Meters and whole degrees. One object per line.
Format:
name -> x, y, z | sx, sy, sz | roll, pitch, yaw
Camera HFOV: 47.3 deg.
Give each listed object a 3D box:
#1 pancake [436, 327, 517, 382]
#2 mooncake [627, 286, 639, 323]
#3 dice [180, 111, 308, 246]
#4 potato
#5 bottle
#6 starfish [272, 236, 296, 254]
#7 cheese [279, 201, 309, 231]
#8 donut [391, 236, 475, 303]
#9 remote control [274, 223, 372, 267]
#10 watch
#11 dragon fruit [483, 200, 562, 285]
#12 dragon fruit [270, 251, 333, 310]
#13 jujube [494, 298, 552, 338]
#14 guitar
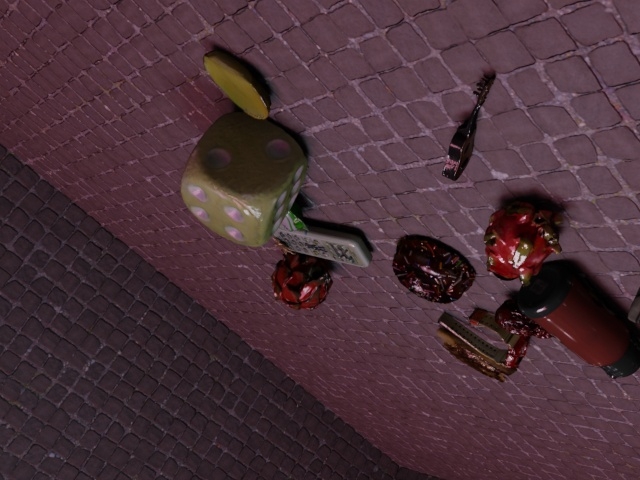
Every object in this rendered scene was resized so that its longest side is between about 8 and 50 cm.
pancake -> 0.505, 0.371, 2.313 | 0.257, 0.056, 0.212 | 38, 164, -33
mooncake -> 0.772, 0.155, 1.462 | 0.254, 0.136, 0.250 | 34, 153, -7
dice -> -0.192, -0.157, 1.863 | 0.249, 0.254, 0.252 | 29, 155, 5
potato -> -0.185, -0.368, 1.698 | 0.198, 0.054, 0.119 | 39, 156, -5
bottle -> 0.625, 0.202, 1.729 | 0.336, 0.144, 0.144 | 38, 156, -19
starfish -> -0.117, 0.017, 2.259 | 0.086, 0.016, 0.092 | 44, 165, -27
cheese -> -0.159, -0.116, 2.114 | 0.320, 0.083, 0.204 | 32, 168, 28
donut -> 0.294, 0.086, 1.966 | 0.235, 0.089, 0.235 | 28, 156, 13
remote control -> 0.000, 0.000, 2.178 | 0.335, 0.065, 0.128 | 13, 148, 37
watch -> 0.470, 0.265, 2.120 | 0.268, 0.102, 0.165 | 33, 151, 19
dragon fruit -> 0.430, 0.002, 1.556 | 0.172, 0.160, 0.166 | 98, 153, -61
dragon fruit -> -0.052, 0.125, 2.335 | 0.193, 0.192, 0.274 | 39, 153, -29
jujube -> 0.538, 0.204, 1.898 | 0.166, 0.104, 0.104 | 15, 155, 3
guitar -> 0.284, -0.219, 1.408 | 0.038, 0.084, 0.271 | 27, 150, 14
